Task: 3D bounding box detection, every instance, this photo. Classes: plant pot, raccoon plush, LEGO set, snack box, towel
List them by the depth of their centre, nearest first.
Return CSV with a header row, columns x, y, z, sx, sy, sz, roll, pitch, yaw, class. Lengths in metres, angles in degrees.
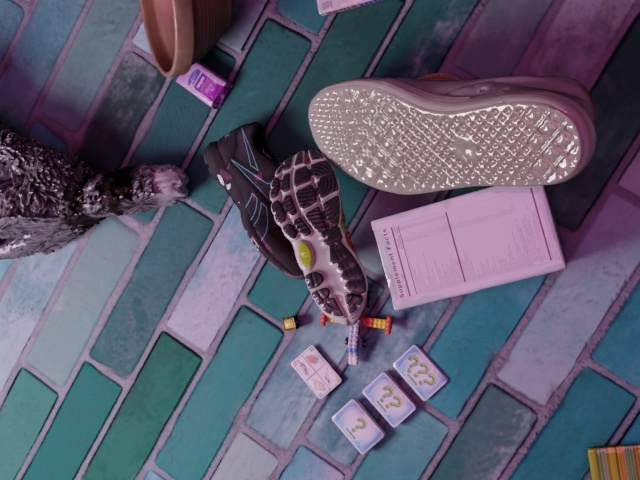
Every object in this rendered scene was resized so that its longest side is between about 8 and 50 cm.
x,y,z,sx,sy,sz,roll,pitch,yaw,class
0.507,0.332,1.216,0.237,0.021,0.102,-9,94,16,towel
0.078,-0.400,1.323,0.178,0.022,0.064,-10,88,17,snack box
0.050,0.184,1.332,0.182,0.060,0.244,-43,79,10,LEGO set
-0.208,-0.381,1.337,0.109,0.237,0.237,-13,87,-20,plant pot
-0.465,-0.149,1.456,0.446,0.216,0.299,-10,73,-12,raccoon plush

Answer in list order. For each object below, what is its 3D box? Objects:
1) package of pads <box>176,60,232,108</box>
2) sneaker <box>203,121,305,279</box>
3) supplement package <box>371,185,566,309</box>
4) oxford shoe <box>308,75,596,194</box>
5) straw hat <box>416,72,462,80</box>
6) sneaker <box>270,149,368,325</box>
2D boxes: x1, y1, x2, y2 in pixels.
x,y,z,sx,sy,sz,roll,pitch,yaw,class
-0.191,-0.258,1.404,0.083,0.032,0.050,37,104,13,package of pads
-0.080,-0.064,1.341,0.106,0.101,0.267,-34,82,13,sneaker
0.215,0.002,1.233,0.244,0.134,0.139,-15,87,16,supplement package
0.175,-0.155,1.183,0.449,0.130,0.169,7,122,39,oxford shoe
0.175,-0.178,1.279,0.144,0.061,0.145,-1,88,26,straw hat
0.000,0.000,1.285,0.107,0.118,0.279,-17,70,5,sneaker
